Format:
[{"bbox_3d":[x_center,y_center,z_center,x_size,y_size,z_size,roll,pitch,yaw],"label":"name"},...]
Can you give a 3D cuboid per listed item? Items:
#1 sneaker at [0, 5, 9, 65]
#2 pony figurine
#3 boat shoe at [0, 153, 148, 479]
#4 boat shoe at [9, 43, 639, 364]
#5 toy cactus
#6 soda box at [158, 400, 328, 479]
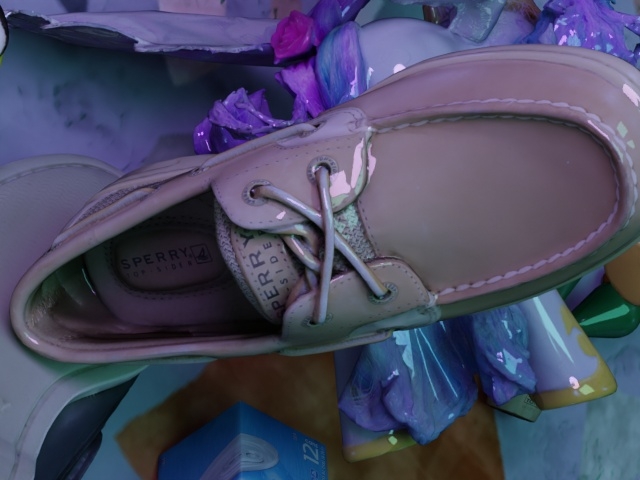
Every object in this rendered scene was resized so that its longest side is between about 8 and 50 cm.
[{"bbox_3d":[-0.263,0.021,0.684,0.145,0.147,0.385,38,59,-22],"label":"sneaker"},{"bbox_3d":[0.041,-0.082,0.862,0.351,0.303,0.363,-9,83,-50],"label":"pony figurine"},{"bbox_3d":[-0.164,0.078,0.780,0.127,0.113,0.340,35,33,-12],"label":"boat shoe"},{"bbox_3d":[0.000,0.000,0.688,0.098,0.302,0.109,-40,113,-52],"label":"boat shoe"},{"bbox_3d":[0.161,0.029,1.071,0.219,0.112,0.180,27,81,-42],"label":"toy cactus"},{"bbox_3d":[-0.039,0.191,0.855,0.067,0.071,0.210,31,37,-32],"label":"soda box"}]
